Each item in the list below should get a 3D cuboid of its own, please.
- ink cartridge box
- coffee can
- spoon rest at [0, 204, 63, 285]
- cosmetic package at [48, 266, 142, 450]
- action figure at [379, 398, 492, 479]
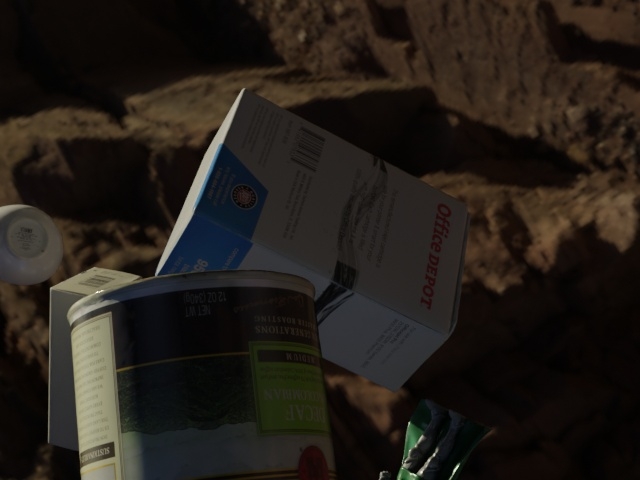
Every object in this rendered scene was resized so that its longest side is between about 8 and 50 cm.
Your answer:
[{"bbox_3d":[0.000,0.000,1.726,0.395,0.285,0.166,27,133,-10],"label":"ink cartridge box"},{"bbox_3d":[-0.086,0.181,0.921,0.201,0.201,0.275,124,140,-70],"label":"coffee can"},{"bbox_3d":[-0.546,-0.007,1.914,0.084,0.276,0.137,-25,58,52],"label":"spoon rest"},{"bbox_3d":[-0.420,0.222,2.221,0.113,0.160,0.309,9,108,20],"label":"cosmetic package"},{"bbox_3d":[0.115,0.319,1.506,0.063,0.232,0.137,30,171,-32],"label":"action figure"}]
